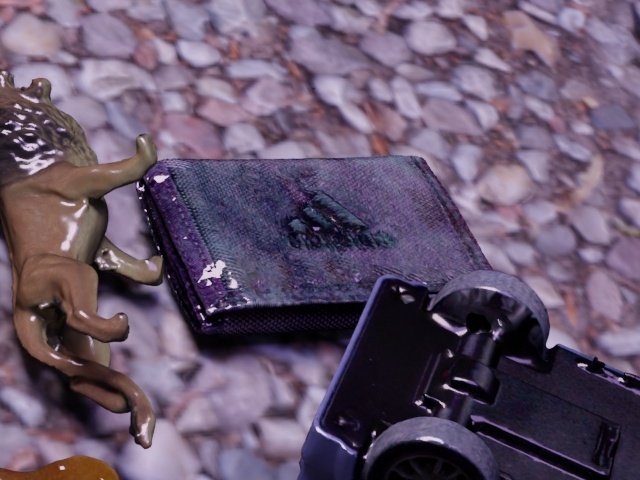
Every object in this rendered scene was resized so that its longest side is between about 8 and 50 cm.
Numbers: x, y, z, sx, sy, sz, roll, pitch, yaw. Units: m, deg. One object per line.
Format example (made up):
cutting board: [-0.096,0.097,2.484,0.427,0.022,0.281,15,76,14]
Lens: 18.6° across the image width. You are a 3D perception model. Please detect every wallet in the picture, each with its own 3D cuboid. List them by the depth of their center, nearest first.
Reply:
wallet: [-0.001,0.001,0.947,0.166,0.030,0.111,-1,43,-28]

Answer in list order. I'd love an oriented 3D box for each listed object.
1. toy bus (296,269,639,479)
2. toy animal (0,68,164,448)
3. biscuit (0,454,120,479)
toy bus: [0.131,0.133,0.799,0.292,0.133,0.125,24,36,2]
toy animal: [-0.102,0.008,0.868,0.086,0.069,0.220,-17,48,-11]
biscuit: [-0.177,0.113,0.746,0.205,0.031,0.138,15,42,-12]
